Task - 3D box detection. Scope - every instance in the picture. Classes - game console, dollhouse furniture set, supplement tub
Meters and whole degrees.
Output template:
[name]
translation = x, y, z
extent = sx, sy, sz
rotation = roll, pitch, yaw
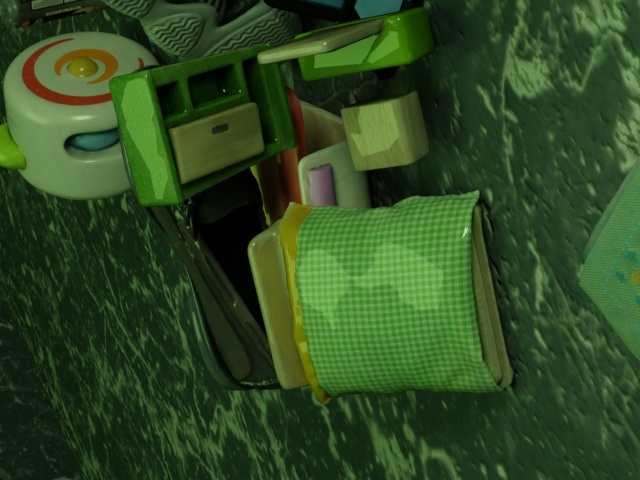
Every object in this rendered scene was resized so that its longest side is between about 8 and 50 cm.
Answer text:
[game console]
translation = 0.016, -0.190, 0.987
extent = 0.107, 0.071, 0.122
rotation = 63, 156, 24
[dollhouse furniture set]
translation = 0.000, 0.000, 0.951
extent = 0.198, 0.151, 0.301
rotation = -5, 104, 35
[supplement tub]
translation = -0.331, -0.322, 1.552
extent = 0.117, 0.190, 0.117
rotation = 49, 148, 46

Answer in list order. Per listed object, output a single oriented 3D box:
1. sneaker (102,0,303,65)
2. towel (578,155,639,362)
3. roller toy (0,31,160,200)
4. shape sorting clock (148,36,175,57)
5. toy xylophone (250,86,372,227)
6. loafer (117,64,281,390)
[sneaker]
translation = -0.130, -0.282, 1.055
extent = 0.366, 0.137, 0.210
rotation = 49, -162, -68
[towel]
translation = 0.229, -0.005, 0.432
extent = 0.271, 0.040, 0.370
rotation = 58, 152, 29
[roller toy]
translation = -0.280, -0.158, 1.557
extent = 0.191, 0.209, 0.146
rotation = 18, 134, 16
[shape sorting clock]
translation = -0.161, -0.282, 1.275
extent = 0.206, 0.040, 0.206
rotation = -14, -90, -81
[toy xylophone]
translation = -0.035, -0.037, 1.205
extent = 0.323, 0.081, 0.236
rotation = 19, 124, 63
[loafer]
translation = -0.078, -0.011, 1.111
extent = 0.095, 0.109, 0.302
rotation = -2, 112, 48
